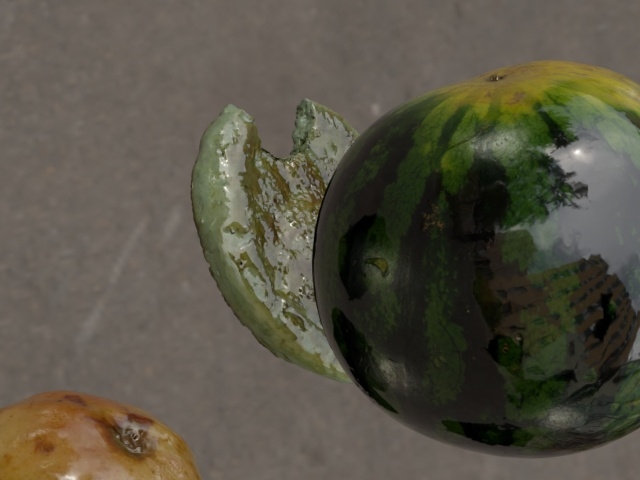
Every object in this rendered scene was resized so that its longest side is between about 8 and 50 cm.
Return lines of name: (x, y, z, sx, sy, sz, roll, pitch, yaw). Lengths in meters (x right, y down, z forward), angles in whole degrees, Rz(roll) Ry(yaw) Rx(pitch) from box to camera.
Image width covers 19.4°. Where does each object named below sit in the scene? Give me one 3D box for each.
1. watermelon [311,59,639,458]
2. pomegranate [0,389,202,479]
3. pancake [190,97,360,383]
watermelon: (0.131, 0.011, 1.167, 0.269, 0.269, 0.269, 30, 54, -53)
pomegranate: (-0.176, 0.203, 1.289, 0.207, 0.207, 0.207, 30, 54, -53)
pancake: (0.000, 0.000, 1.491, 0.253, 0.037, 0.253, 26, 51, -38)
